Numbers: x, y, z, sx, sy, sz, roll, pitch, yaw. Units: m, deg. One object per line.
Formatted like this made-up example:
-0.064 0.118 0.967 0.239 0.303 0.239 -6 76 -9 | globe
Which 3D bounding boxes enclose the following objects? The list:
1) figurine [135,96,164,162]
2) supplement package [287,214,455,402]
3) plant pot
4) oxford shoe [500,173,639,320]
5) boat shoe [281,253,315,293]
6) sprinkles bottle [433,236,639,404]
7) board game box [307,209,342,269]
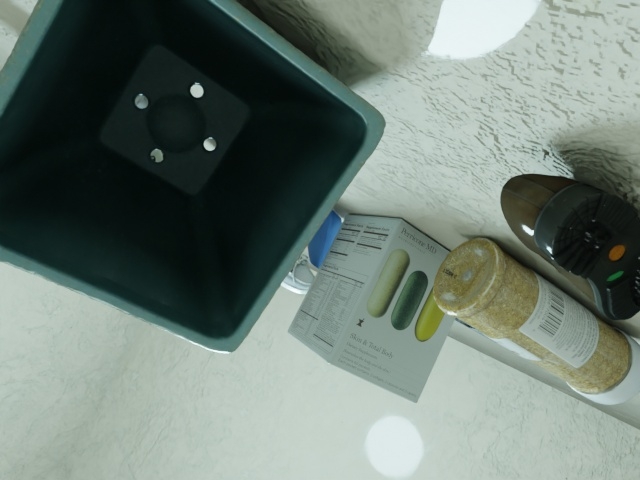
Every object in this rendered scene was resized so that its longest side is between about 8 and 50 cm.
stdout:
-0.302 -0.168 0.835 0.092 0.215 0.209 -17 179 -3 | figurine
0.109 0.115 0.902 0.199 0.263 0.198 30 172 -24 | supplement package
-0.139 -0.097 0.469 0.247 0.247 0.252 30 -169 -25 | plant pot
0.236 0.001 0.429 0.227 0.083 0.096 33 -169 -36 | oxford shoe
-0.127 0.044 1.604 0.118 0.103 0.320 -18 -122 -44 | boat shoe
0.334 0.127 0.728 0.355 0.121 0.121 31 172 -21 | sprinkles bottle
-0.002 -0.003 0.991 0.033 0.133 0.168 2 162 26 | board game box
